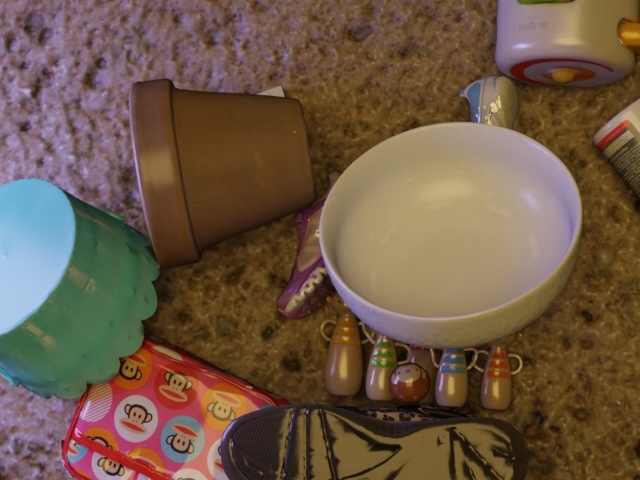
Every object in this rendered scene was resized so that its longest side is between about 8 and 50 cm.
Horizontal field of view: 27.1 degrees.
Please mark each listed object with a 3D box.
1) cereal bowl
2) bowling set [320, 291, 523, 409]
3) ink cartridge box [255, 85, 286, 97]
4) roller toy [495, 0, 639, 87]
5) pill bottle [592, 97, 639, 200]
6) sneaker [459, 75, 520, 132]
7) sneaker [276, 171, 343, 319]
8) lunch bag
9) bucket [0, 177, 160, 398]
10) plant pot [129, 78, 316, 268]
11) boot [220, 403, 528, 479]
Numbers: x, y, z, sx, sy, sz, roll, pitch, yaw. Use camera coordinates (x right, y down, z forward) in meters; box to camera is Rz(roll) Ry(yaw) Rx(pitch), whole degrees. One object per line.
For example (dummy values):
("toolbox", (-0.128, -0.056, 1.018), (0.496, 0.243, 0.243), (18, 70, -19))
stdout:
("cereal bowl", (0.173, 0.010, 1.742), (0.339, 0.141, 0.339), (-5, 50, 6))
("bowling set", (0.142, 0.144, 1.794), (0.287, 0.200, 0.154), (5, 84, 0))
("ink cartridge box", (-0.100, -0.177, 1.947), (0.115, 0.029, 0.063), (-19, 82, 4))
("roller toy", (0.340, -0.286, 1.825), (0.209, 0.191, 0.146), (7, 82, -16))
("pill bottle", (0.470, -0.102, 1.830), (0.108, 0.108, 0.180), (-36, 81, 2))
("sneaker", (0.249, -0.112, 1.881), (0.086, 0.085, 0.237), (-9, 88, 38))
("sneaker", (0.000, 0.000, 1.889), (0.104, 0.095, 0.236), (32, 83, 16))
("lunch bag", (-0.207, 0.290, 1.868), (0.293, 0.120, 0.258), (23, 90, 11))
("bucket", (-0.380, 0.060, 1.826), (0.281, 0.183, 0.281), (-15, 57, 24))
("plant pot", (-0.129, -0.106, 1.839), (0.229, 0.263, 0.263), (-9, 82, -2))
("boot", (0.075, 0.277, 1.744), (0.377, 0.284, 0.138), (-3, 84, 5))
